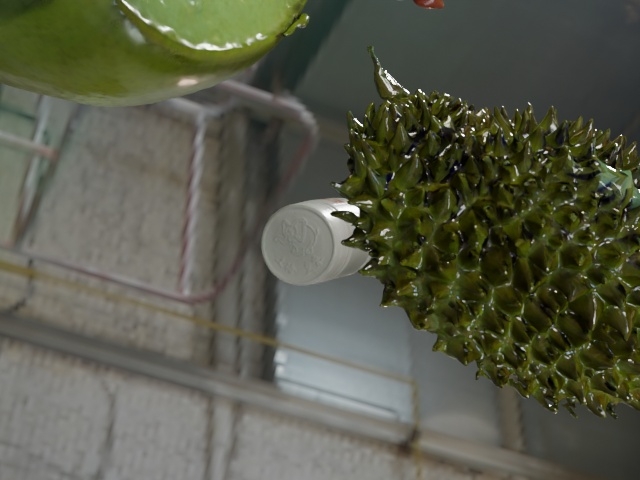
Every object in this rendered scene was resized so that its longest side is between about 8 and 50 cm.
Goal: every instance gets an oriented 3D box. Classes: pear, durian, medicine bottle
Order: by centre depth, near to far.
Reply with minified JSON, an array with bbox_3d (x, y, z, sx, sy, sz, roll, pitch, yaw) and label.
[{"bbox_3d":[0.107,-0.004,0.740,0.095,0.220,0.137,-51,-164,50],"label":"durian"},{"bbox_3d":[0.000,0.000,1.084,0.057,0.057,0.089,-68,164,12],"label":"medicine bottle"},{"bbox_3d":[-0.177,-0.227,1.184,0.318,0.238,0.342,-12,-127,34],"label":"pear"}]

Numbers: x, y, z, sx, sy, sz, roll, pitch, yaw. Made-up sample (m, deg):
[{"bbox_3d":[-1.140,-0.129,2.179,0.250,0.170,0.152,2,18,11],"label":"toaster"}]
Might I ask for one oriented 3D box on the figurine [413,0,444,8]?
[{"bbox_3d":[0.122,-0.326,1.511,0.226,0.183,0.160,-55,-164,-17],"label":"figurine"}]
